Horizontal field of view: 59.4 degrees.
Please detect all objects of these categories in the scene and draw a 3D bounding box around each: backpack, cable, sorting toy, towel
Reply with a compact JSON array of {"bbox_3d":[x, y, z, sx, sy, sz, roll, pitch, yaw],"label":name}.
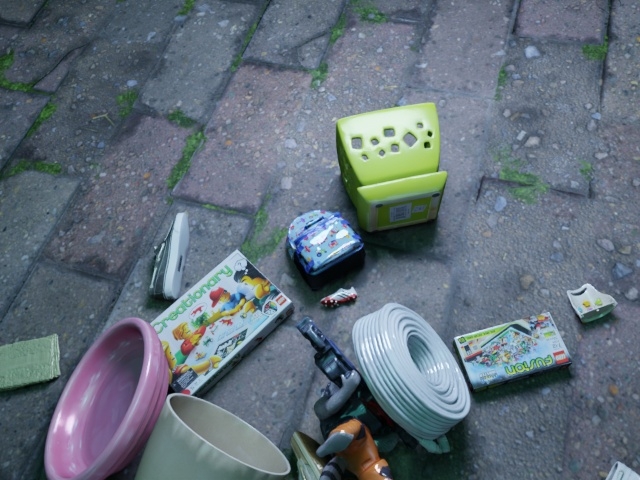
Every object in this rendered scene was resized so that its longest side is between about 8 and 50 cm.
[{"bbox_3d":[0.000,0.000,1.275,0.158,0.117,0.173,-28,59,-10],"label":"backpack"},{"bbox_3d":[0.170,0.239,1.051,0.089,0.257,0.257,-39,27,25],"label":"cable"},{"bbox_3d":[0.562,0.128,1.183,0.083,0.045,0.075,-19,54,-4],"label":"sorting toy"},{"bbox_3d":[-0.653,0.274,1.247,0.148,0.027,0.110,-13,61,-2],"label":"towel"}]

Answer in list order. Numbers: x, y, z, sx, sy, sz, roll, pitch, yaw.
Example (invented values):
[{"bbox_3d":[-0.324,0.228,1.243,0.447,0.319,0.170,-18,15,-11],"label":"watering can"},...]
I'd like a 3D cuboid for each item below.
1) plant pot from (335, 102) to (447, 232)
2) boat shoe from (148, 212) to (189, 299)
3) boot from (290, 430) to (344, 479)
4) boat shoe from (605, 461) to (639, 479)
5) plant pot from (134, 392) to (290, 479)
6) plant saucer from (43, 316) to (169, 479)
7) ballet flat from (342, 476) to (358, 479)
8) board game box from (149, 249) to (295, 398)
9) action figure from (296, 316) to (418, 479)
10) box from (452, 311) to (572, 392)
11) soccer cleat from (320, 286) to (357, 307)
[{"bbox_3d":[0.165,-0.151,1.282,0.227,0.228,0.207,-11,68,0],"label":"plant pot"},{"bbox_3d":[-0.358,0.032,1.318,0.070,0.078,0.219,1,63,6],"label":"boat shoe"},{"bbox_3d":[-0.036,0.473,1.031,0.165,0.077,0.213,-53,36,4],"label":"boot"},{"bbox_3d":[0.466,0.492,0.962,0.267,0.096,0.088,-39,60,-16],"label":"boat shoe"},{"bbox_3d":[-0.231,0.460,0.993,0.256,0.256,0.274,28,83,20],"label":"plant pot"},{"bbox_3d":[-0.404,0.316,1.089,0.332,0.084,0.332,-31,40,30],"label":"plant saucer"},{"bbox_3d":[0.154,0.511,0.968,0.342,0.124,0.116,26,69,19],"label":"ballet flat"},{"bbox_3d":[-0.232,0.184,1.233,0.305,0.053,0.193,-42,64,-16],"label":"board game box"},{"bbox_3d":[0.026,0.319,0.994,0.178,0.330,0.341,-39,98,7],"label":"action figure"},{"bbox_3d":[0.389,0.228,1.148,0.207,0.036,0.114,-15,61,-2],"label":"box"},{"bbox_3d":[0.040,0.125,1.251,0.083,0.029,0.035,-11,52,-3],"label":"soccer cleat"}]
